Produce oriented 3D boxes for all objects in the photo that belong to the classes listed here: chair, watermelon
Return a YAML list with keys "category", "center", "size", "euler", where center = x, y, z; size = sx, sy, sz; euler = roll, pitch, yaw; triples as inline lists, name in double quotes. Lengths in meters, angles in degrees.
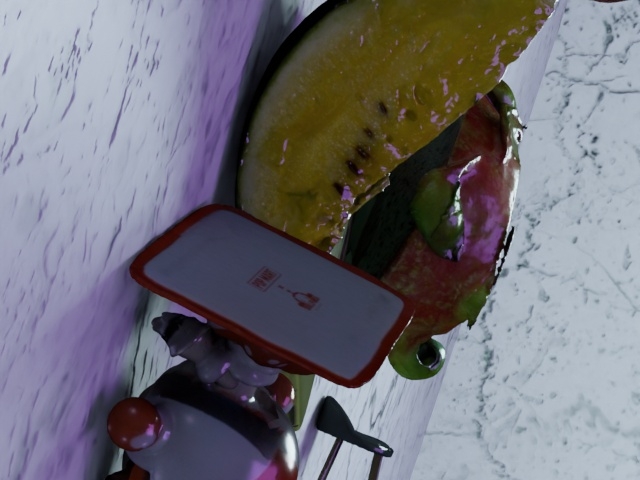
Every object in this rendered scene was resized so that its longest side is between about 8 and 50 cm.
- category: "chair"
  center: [0.017, 0.290, 1.992]
  size: [0.104, 0.095, 0.221]
  euler: [131, -23, -85]
- category: "watermelon"
  center: [0.033, -0.104, 1.236]
  size: [0.301, 0.129, 0.123]
  euler: [-45, 177, 6]

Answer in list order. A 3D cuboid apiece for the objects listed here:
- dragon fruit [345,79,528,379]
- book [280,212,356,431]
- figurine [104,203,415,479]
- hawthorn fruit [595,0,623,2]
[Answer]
- category: "dragon fruit"
  center: [0.096, -0.022, 1.673]
  size: [0.268, 0.130, 0.295]
  euler: [-30, -139, 65]
- category: "book"
  center: [0.000, 0.000, 1.444]
  size: [0.352, 0.035, 0.239]
  euler: [93, 9, -70]
- category: "figurine"
  center: [-0.066, 0.124, 1.153]
  size: [0.226, 0.160, 0.183]
  euler: [-66, 172, 20]
- category: "hawthorn fruit"
  center: [0.227, -0.344, 1.677]
  size: [0.242, 0.272, 0.241]
  euler: [-22, 121, -43]
